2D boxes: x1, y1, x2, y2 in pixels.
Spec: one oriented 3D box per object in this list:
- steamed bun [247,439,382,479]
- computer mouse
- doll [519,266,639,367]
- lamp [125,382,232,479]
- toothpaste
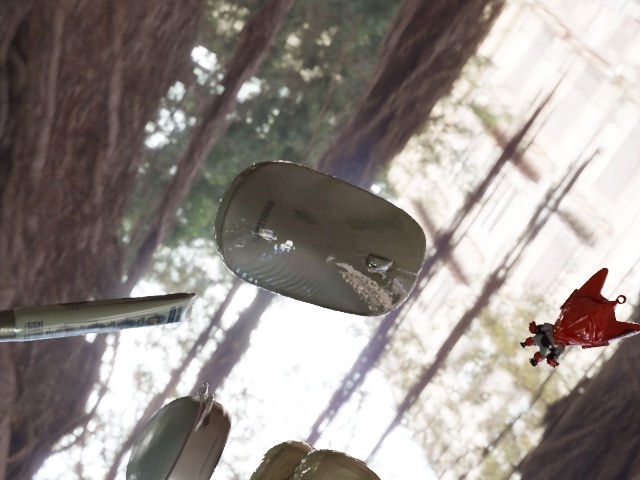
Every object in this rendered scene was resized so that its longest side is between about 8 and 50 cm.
[{"bbox_3d":[0.028,0.439,1.479,0.339,0.247,0.352,47,165,-27],"label":"steamed bun"},{"bbox_3d":[0.002,0.001,1.662,0.330,0.197,0.095,18,-173,-13],"label":"computer mouse"},{"bbox_3d":[0.372,0.125,1.611,0.057,0.169,0.109,30,-148,-62],"label":"doll"},{"bbox_3d":[-0.200,0.303,1.435,0.108,0.246,0.179,23,176,-5],"label":"lamp"},{"bbox_3d":[-0.266,0.090,1.301,0.239,0.062,0.039,-4,-125,-18],"label":"toothpaste"}]
